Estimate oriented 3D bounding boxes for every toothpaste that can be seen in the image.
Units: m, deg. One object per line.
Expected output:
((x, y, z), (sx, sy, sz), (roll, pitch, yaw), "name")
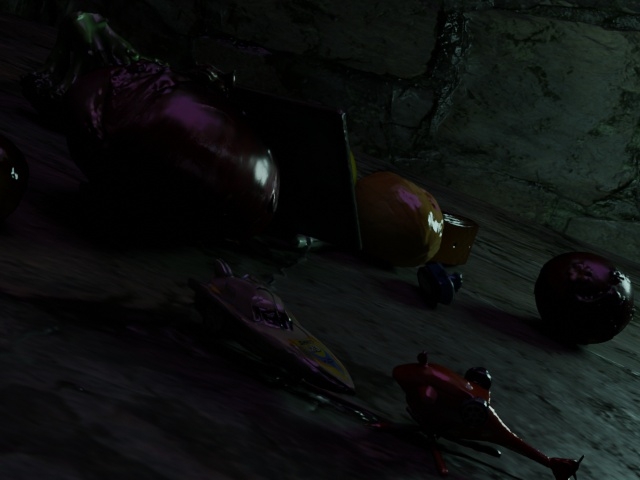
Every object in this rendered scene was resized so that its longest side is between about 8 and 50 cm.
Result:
((0.000, 0.000, 1.274), (0.049, 0.031, 0.204), (29, 13, 19), "toothpaste")

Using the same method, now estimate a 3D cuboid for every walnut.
((0.128, -0.036, 1.357), (0.159, 0.159, 0.206), (10, 23, -43), "walnut")

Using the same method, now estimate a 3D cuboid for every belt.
((0.218, -0.025, 1.578), (0.184, 0.105, 0.261), (29, 15, 38), "belt")

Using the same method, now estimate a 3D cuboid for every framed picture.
((-0.102, -0.121, 1.128), (0.347, 0.265, 0.016), (19, 52, 24), "framed picture")

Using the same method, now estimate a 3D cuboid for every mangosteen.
((0.457, 0.106, 1.328), (0.166, 0.166, 0.180), (30, -9, 36), "mangosteen")

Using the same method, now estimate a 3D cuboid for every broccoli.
((-0.417, -0.303, 1.459), (0.261, 0.242, 0.269), (-17, 6, -41), "broccoli")

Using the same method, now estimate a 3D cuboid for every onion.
((-0.186, -0.121, 1.002), (0.314, 0.232, 0.314), (26, -9, 4), "onion")

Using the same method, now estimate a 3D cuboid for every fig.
((-0.382, -0.078, 0.795), (0.154, 0.103, 0.109), (26, -12, -19), "fig")

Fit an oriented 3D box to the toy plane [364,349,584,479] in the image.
((0.149, 0.173, 0.694), (0.194, 0.077, 0.126), (36, 26, 22), "toy plane")

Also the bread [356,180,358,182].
((0.050, -0.090, 1.615), (0.134, 0.085, 0.173), (7, 18, -47), "bread")

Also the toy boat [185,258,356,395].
((-0.043, 0.090, 0.730), (0.210, 0.066, 0.084), (31, 17, 35), "toy boat")

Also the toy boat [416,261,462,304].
((0.194, 0.067, 1.237), (0.061, 0.060, 0.137), (1, 8, -5), "toy boat")

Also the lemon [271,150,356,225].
((-0.042, -0.103, 1.303), (0.184, 0.184, 0.248), (29, 32, 33), "lemon")
